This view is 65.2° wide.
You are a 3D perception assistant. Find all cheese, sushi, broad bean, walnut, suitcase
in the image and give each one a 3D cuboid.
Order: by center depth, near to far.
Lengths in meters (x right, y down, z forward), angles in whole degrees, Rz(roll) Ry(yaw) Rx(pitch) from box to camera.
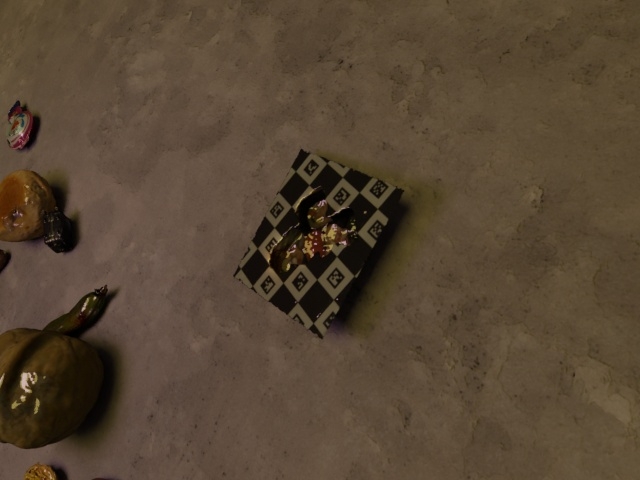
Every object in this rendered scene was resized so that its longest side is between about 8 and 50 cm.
[{"bbox_3d":[0.000,0.000,1.080,0.320,0.069,0.339,27,88,41],"label":"sushi"},{"bbox_3d":[-0.700,0.358,1.232,0.282,0.253,0.277,-4,65,30],"label":"walnut"},{"bbox_3d":[-0.693,0.227,1.387,0.339,0.061,0.077,-34,53,15],"label":"broad bean"},{"bbox_3d":[-0.795,-0.028,1.513,0.059,0.086,0.126,-15,64,-4],"label":"suitcase"},{"bbox_3d":[-1.110,-0.426,1.839,0.155,0.062,0.244,-42,58,13],"label":"cheese"}]

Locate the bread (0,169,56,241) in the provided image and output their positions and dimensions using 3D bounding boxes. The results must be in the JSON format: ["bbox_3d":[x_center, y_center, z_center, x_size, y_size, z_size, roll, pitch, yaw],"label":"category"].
[{"bbox_3d":[-0.937,-0.104,1.595,0.244,0.134,0.244,-8,73,27],"label":"bread"}]

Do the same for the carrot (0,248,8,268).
[{"bbox_3d":[-1.110,0.103,1.667,0.186,0.060,0.060,-46,58,11],"label":"carrot"}]

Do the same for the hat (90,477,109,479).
[{"bbox_3d":[-0.517,0.647,1.134,0.205,0.089,0.205,-10,69,27],"label":"hat"}]

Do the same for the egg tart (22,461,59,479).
[{"bbox_3d":[-0.702,0.628,1.269,0.128,0.049,0.129,-6,77,25],"label":"egg tart"}]
